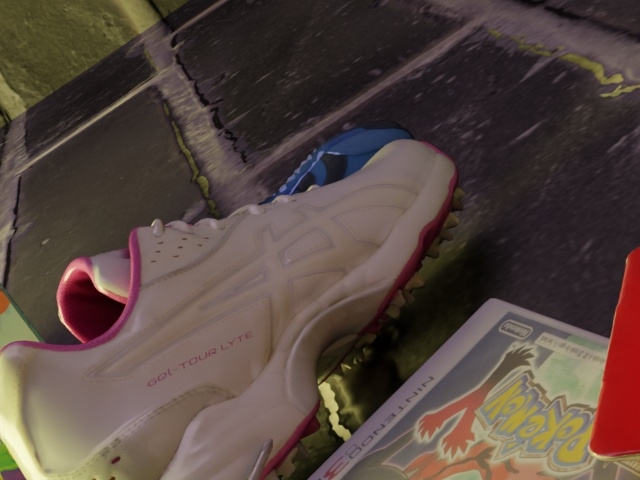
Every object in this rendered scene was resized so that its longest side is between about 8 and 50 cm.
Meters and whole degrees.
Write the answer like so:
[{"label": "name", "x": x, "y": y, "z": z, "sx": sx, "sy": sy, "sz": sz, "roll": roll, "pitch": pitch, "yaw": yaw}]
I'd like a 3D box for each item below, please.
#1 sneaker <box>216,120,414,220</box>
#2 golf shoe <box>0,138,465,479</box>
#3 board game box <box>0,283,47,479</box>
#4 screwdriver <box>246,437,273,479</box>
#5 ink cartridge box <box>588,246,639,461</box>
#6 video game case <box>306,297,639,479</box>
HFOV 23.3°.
[{"label": "sneaker", "x": 0.000, "y": 0.000, "z": 0.922, "sx": 0.082, "sy": 0.069, "sz": 0.209, "roll": 28, "pitch": 48, "yaw": 35}, {"label": "golf shoe", "x": -0.035, "y": 0.022, "z": 0.738, "sx": 0.306, "sy": 0.140, "sz": 0.115, "roll": -50, "pitch": -4, "yaw": -45}, {"label": "board game box", "x": -0.258, "y": 0.089, "z": 0.994, "sx": 0.144, "sy": 0.142, "sz": 0.275, "roll": -38, "pitch": 17, "yaw": -13}, {"label": "screwdriver", "x": -0.049, "y": 0.145, "z": 0.586, "sx": 0.170, "sy": 0.024, "sz": 0.025, "roll": -64, "pitch": 10, "yaw": -28}, {"label": "ink cartridge box", "x": 0.190, "y": -0.011, "z": 0.452, "sx": 0.231, "sy": 0.078, "sz": 0.134, "roll": -9, "pitch": 26, "yaw": 22}, {"label": "video game case", "x": 0.043, "y": 0.102, "z": 0.557, "sx": 0.183, "sy": 0.023, "sz": 0.201, "roll": -44, "pitch": 17, "yaw": -8}]
